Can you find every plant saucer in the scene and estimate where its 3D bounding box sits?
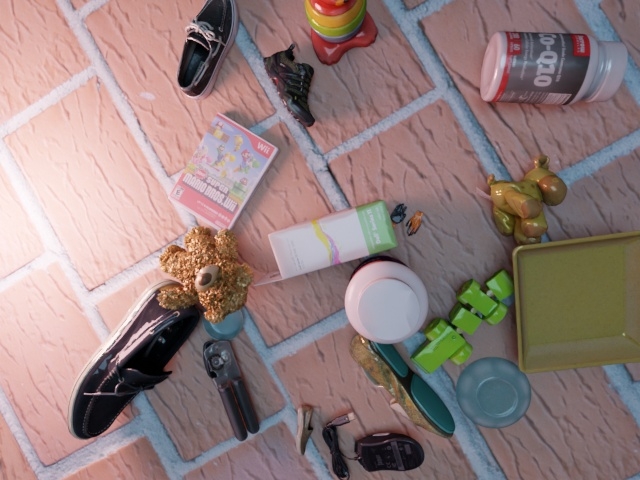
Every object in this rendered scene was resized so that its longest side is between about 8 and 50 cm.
[{"bbox_3d":[0.637,0.145,1.020,0.334,0.081,0.332,-8,101,4],"label":"plant saucer"},{"bbox_3d":[-0.274,0.224,1.176,0.120,0.021,0.119,0,92,7],"label":"plant saucer"},{"bbox_3d":[0.461,0.409,1.092,0.195,0.037,0.194,0,92,7],"label":"plant saucer"}]

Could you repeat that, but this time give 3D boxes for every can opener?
[{"bbox_3d":[-0.256,0.414,1.163,0.076,0.095,0.283,-21,95,-32],"label":"can opener"}]

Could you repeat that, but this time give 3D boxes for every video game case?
[{"bbox_3d":[-0.273,-0.187,1.165,0.204,0.025,0.285,32,94,5],"label":"video game case"}]

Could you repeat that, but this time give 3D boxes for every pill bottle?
[{"bbox_3d":[0.552,-0.413,1.001,0.284,0.161,0.161,5,92,6],"label":"pill bottle"},{"bbox_3d":[0.151,0.132,0.975,0.182,0.323,0.181,0,91,6],"label":"pill bottle"}]

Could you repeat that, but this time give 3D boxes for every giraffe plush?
[{"bbox_3d":[0.525,-0.109,1.030,0.171,0.181,0.210,-27,54,-4],"label":"giraffe plush"}]

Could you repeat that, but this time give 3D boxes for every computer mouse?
[{"bbox_3d":[0.136,0.538,1.122,0.262,0.060,0.183,-21,93,18],"label":"computer mouse"}]

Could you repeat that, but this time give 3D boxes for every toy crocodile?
[{"bbox_3d":[0.368,0.208,1.073,0.115,0.105,0.340,39,100,4],"label":"toy crocodile"}]

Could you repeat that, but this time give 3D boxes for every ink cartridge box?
[{"bbox_3d":[0.000,0.000,1.046,0.354,0.207,0.119,-17,94,6],"label":"ink cartridge box"}]

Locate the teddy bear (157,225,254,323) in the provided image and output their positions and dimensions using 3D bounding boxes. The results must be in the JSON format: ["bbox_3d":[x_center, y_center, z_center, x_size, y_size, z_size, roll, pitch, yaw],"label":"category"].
[{"bbox_3d":[-0.306,0.064,1.052,0.245,0.338,0.113,-24,129,-6],"label":"teddy bear"}]

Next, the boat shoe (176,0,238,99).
[{"bbox_3d":[-0.316,-0.543,1.121,0.113,0.105,0.306,26,94,5],"label":"boat shoe"}]

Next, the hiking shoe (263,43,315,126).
[{"bbox_3d":[-0.060,-0.416,1.106,0.114,0.086,0.226,-30,87,9],"label":"hiking shoe"}]

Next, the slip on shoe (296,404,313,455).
[{"bbox_3d":[-0.041,0.526,1.144,0.041,0.051,0.135,1,84,9],"label":"slip on shoe"}]

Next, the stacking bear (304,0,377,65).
[{"bbox_3d":[0.036,-0.576,0.989,0.176,0.289,0.164,-26,88,6],"label":"stacking bear"}]

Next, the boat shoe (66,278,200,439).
[{"bbox_3d":[-0.501,0.342,1.118,0.156,0.187,0.499,35,90,24],"label":"boat shoe"}]

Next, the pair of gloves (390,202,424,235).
[{"bbox_3d":[0.231,-0.056,1.120,0.084,0.010,0.074,26,95,8],"label":"pair of gloves"}]

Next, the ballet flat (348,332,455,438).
[{"bbox_3d":[0.204,0.381,1.091,0.123,0.123,0.348,-40,88,6],"label":"ballet flat"}]
